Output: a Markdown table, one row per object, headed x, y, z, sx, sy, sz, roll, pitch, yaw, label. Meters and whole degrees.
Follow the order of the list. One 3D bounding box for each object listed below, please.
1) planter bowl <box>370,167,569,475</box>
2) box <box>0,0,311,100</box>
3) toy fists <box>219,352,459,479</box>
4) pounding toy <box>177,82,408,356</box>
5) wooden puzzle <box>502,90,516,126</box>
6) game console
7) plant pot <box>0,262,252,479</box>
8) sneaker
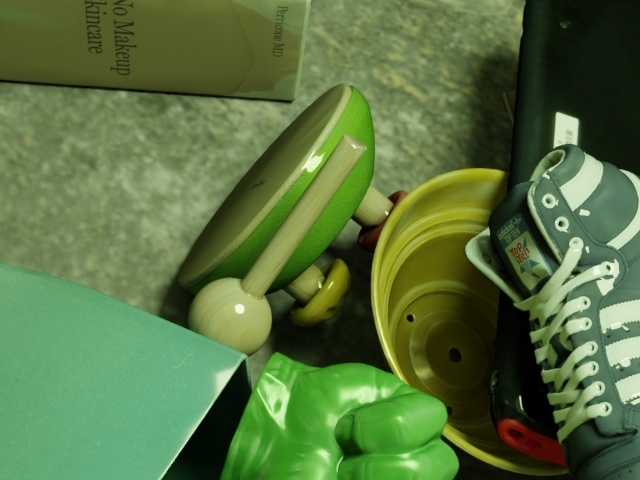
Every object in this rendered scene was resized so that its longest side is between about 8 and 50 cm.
| x | y | z | sx | sy | sz | roll | pitch | yaw | label |
| --- | --- | --- | --- | --- | --- | --- | --- | --- | --- |
| 0.112 | 0.067 | 1.009 | 0.217 | 0.090 | 0.217 | 12 | 62 | -22 | planter bowl |
| -0.163 | -0.202 | 1.111 | 0.311 | 0.148 | 0.121 | 3 | 62 | -2 | box |
| -0.010 | 0.210 | 0.886 | 0.142 | 0.096 | 0.279 | 21 | 87 | 6 | toy fists |
| 0.000 | 0.000 | 0.999 | 0.110 | 0.237 | 0.183 | 39 | 102 | -12 | pounding toy |
| 0.187 | -0.095 | 1.161 | 0.079 | 0.014 | 0.116 | -15 | 64 | -13 | wooden puzzle |
| 0.285 | 0.006 | 1.047 | 0.342 | 0.060 | 0.386 | 16 | 60 | -13 | game console |
| -0.183 | 0.118 | 0.930 | 0.234 | 0.165 | 0.165 | 27 | 62 | 16 | plant pot |
| 0.156 | 0.063 | 0.873 | 0.153 | 0.099 | 0.282 | 29 | 51 | -12 | sneaker |
